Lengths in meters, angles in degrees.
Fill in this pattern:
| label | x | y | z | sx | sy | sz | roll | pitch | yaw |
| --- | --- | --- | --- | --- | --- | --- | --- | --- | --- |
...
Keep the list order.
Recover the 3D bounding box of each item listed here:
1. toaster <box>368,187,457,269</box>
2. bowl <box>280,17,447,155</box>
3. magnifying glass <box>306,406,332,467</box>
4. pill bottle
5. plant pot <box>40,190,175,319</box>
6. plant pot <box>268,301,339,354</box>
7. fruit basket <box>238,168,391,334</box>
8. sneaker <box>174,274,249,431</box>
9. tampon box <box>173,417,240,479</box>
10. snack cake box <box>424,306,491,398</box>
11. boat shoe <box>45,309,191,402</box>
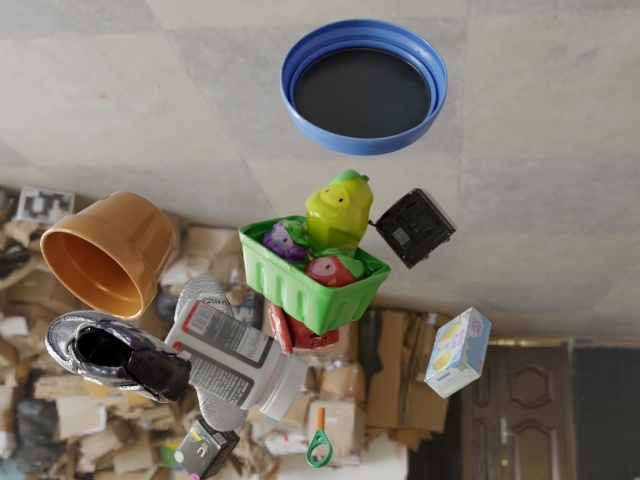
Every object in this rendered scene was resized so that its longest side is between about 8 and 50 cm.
| label | x | y | z | sx | sy | sz | roll | pitch | yaw |
| --- | --- | --- | --- | --- | --- | --- | --- | --- | --- |
| toaster | 0.249 | -0.040 | 1.935 | 0.168 | 0.186 | 0.110 | -42 | 173 | 17 |
| bowl | 0.100 | -0.361 | 1.703 | 0.390 | 0.391 | 0.077 | 2 | 148 | 1 |
| magnifying glass | -0.001 | 0.666 | 2.455 | 0.092 | 0.231 | 0.026 | -23 | 126 | 19 |
| pill bottle | -0.180 | 0.250 | 1.502 | 0.283 | 0.161 | 0.161 | 28 | 159 | -4 |
| plant pot | -0.484 | 0.019 | 1.736 | 0.290 | 0.203 | 0.291 | 20 | 141 | 18 |
| plant pot | -0.055 | 0.235 | 2.140 | 0.174 | 0.191 | 0.191 | -15 | 166 | -11 |
| fruit basket | 0.000 | 0.000 | 1.871 | 0.282 | 0.392 | 0.392 | -15 | 180 | -45 |
| sneaker | -0.253 | 0.254 | 1.737 | 0.137 | 0.366 | 0.210 | -12 | -175 | -3 |
| tampon box | -0.346 | 0.631 | 2.207 | 0.120 | 0.161 | 0.101 | 41 | -161 | 23 |
| snack cake box | 0.419 | 0.335 | 2.195 | 0.089 | 0.264 | 0.152 | 42 | 124 | -7 |
| boat shoe | -0.389 | 0.174 | 1.246 | 0.340 | 0.127 | 0.158 | 10 | 159 | 31 |
